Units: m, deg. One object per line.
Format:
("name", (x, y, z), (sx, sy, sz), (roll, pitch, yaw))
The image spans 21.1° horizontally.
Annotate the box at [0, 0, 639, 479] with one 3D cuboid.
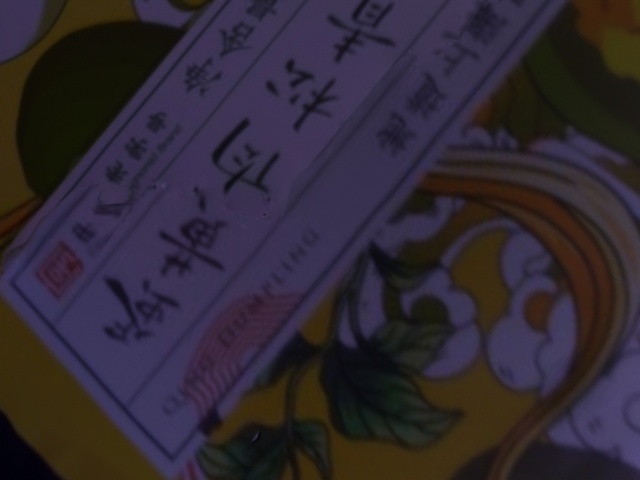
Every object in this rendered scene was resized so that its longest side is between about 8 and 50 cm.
("box", (0.000, 0.000, 0.506), (0.420, 0.138, 0.373), (-49, 61, 4))
